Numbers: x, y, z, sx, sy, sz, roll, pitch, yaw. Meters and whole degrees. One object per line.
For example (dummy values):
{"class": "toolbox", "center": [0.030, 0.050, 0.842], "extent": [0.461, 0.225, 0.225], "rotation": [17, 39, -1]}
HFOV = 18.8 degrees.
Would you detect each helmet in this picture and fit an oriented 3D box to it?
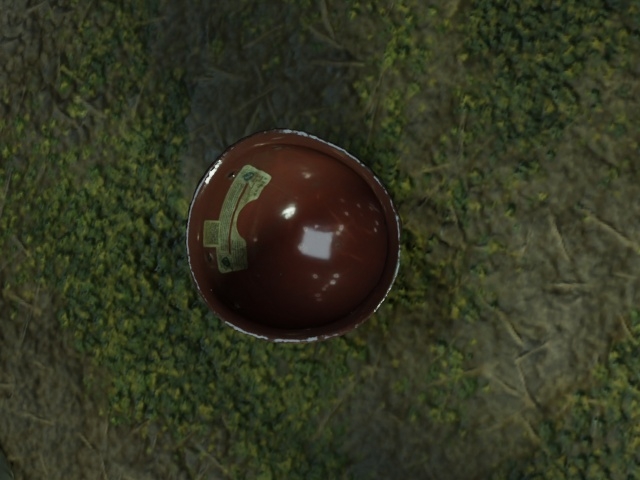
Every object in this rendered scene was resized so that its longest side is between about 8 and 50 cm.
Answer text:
{"class": "helmet", "center": [0.000, 0.000, 1.430], "extent": [0.175, 0.106, 0.155], "rotation": [7, 90, 28]}

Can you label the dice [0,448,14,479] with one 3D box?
{"class": "dice", "center": [-0.407, 0.238, 1.553], "extent": [0.259, 0.243, 0.251], "rotation": [43, 103, 25]}
